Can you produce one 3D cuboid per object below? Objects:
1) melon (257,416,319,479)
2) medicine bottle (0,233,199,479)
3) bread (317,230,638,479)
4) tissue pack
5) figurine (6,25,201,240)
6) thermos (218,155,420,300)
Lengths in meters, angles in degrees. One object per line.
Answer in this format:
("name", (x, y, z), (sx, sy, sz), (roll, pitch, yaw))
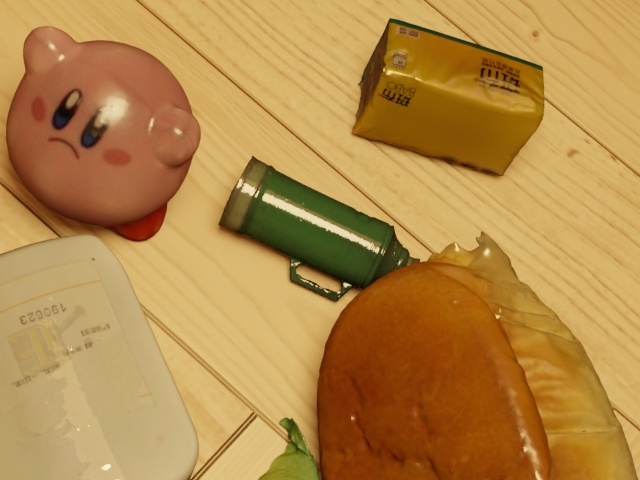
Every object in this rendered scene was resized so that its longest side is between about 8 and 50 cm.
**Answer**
("melon", (-0.051, 0.260, 0.910), (0.114, 0.053, 0.262), (-2, 46, 24))
("medicine bottle", (-0.191, 0.150, 0.896), (0.161, 0.111, 0.296), (-21, 69, -21))
("bread", (0.121, 0.199, 0.898), (0.183, 0.236, 0.389), (11, 46, -32))
("tissue pack", (0.127, -0.140, 1.123), (0.169, 0.120, 0.082), (16, 59, -8))
("figurine", (-0.192, -0.096, 0.985), (0.173, 0.173, 0.173), (6, 62, -12))
("thermos", (0.002, -0.004, 1.046), (0.187, 0.073, 0.083), (25, 59, -2))
